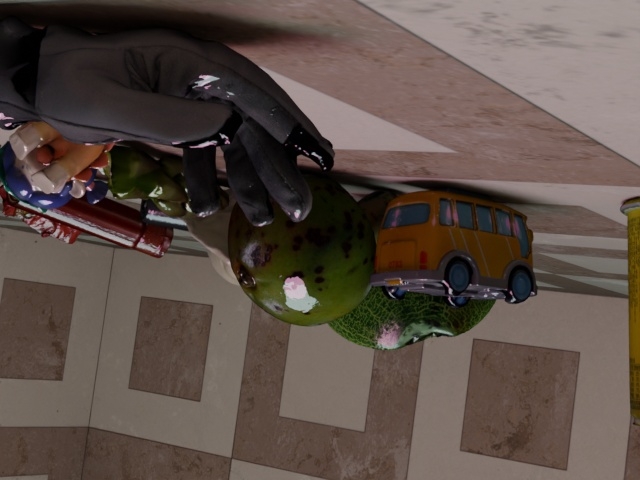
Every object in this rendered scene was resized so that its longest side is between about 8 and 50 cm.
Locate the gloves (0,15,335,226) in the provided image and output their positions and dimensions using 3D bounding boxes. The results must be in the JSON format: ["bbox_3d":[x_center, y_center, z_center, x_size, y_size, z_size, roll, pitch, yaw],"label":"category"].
[{"bbox_3d":[-0.127,-0.091,0.782,0.285,0.119,0.142,21,-171,6],"label":"gloves"}]

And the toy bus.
[{"bbox_3d":[0.168,0.009,1.426,0.209,0.136,0.126,10,169,-37],"label":"toy bus"}]

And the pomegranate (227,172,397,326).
[{"bbox_3d":[0.000,0.000,1.465,0.248,0.202,0.202,-26,-165,-31],"label":"pomegranate"}]

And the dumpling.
[{"bbox_3d":[-0.112,-0.012,1.632,0.193,0.147,0.258,20,-160,-33],"label":"dumpling"}]

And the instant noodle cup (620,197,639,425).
[{"bbox_3d":[0.485,0.097,1.296,0.326,0.254,0.325,8,175,1],"label":"instant noodle cup"}]

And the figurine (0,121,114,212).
[{"bbox_3d":[-0.260,-0.080,1.161,0.102,0.111,0.195,-34,-171,-25],"label":"figurine"}]

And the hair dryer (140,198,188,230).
[{"bbox_3d":[-0.243,-0.055,1.867,0.128,0.070,0.255,10,180,-21],"label":"hair dryer"}]

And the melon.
[{"bbox_3d":[0.119,0.047,1.560,0.265,0.129,0.169,-14,-147,1],"label":"melon"}]

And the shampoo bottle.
[{"bbox_3d":[-0.357,-0.041,1.825,0.260,0.064,0.102,23,-174,-29],"label":"shampoo bottle"}]

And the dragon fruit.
[{"bbox_3d":[-0.487,-0.080,2.062,0.092,0.122,0.192,-38,150,22],"label":"dragon fruit"}]

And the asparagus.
[{"bbox_3d":[-0.199,-0.071,1.453,0.080,0.080,0.287,5,176,31],"label":"asparagus"}]
